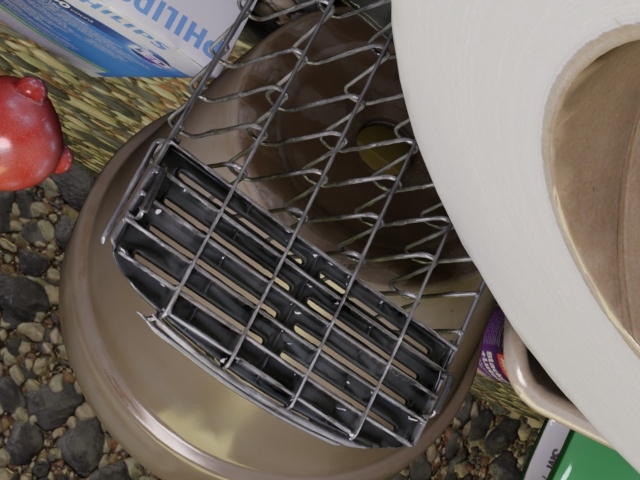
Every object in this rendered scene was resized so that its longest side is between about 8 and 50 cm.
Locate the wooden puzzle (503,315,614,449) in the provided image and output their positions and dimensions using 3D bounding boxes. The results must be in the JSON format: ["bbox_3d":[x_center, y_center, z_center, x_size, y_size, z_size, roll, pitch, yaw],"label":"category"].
[{"bbox_3d":[0.293,0.087,0.847,0.348,0.080,0.322,30,-158,-2],"label":"wooden puzzle"}]

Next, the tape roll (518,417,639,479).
[{"bbox_3d":[0.278,0.219,1.218,0.077,0.321,0.321,24,172,8],"label":"tape roll"}]

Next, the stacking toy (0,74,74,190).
[{"bbox_3d":[-0.314,-0.195,0.939,0.309,0.130,0.279,77,173,-47],"label":"stacking toy"}]

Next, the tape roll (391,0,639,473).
[{"bbox_3d":[0.178,-0.001,0.403,0.392,0.072,0.392,45,159,23],"label":"tape roll"}]

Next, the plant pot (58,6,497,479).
[{"bbox_3d":[0.000,0.000,0.785,0.323,0.323,0.280,27,151,-6],"label":"plant pot"}]

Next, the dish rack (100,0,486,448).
[{"bbox_3d":[0.014,-0.042,0.579,0.208,0.271,0.074,36,155,-22],"label":"dish rack"}]

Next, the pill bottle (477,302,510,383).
[{"bbox_3d":[0.268,0.135,1.481,0.108,0.108,0.193,29,172,-16],"label":"pill bottle"}]

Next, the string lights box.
[{"bbox_3d":[-0.171,-0.189,0.905,0.133,0.076,0.260,31,171,-31],"label":"string lights box"}]
